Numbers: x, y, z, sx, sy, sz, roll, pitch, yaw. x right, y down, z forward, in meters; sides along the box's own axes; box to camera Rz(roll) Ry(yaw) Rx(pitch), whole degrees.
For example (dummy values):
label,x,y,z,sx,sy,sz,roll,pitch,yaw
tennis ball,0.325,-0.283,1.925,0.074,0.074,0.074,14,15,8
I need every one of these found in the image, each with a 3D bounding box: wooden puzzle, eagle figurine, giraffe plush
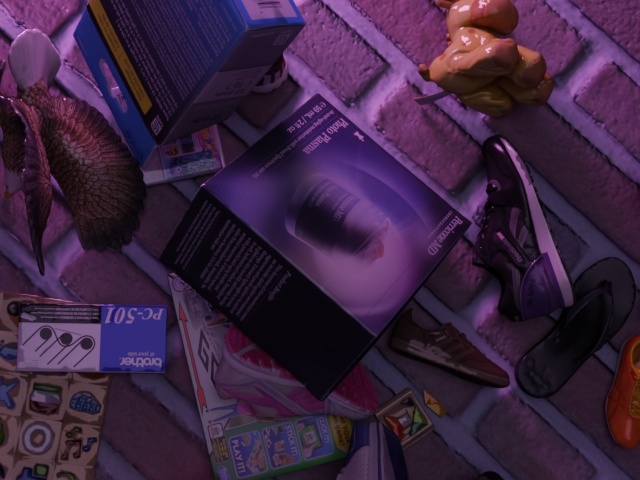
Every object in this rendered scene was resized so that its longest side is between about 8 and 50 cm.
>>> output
label,x,y,z,sx,sy,sz,roll,pitch,yaw
wooden puzzle,0.125,0.263,1.661,0.116,0.014,0.078,-40,87,-11
eagle figurine,-0.390,-0.116,1.572,0.226,0.225,0.298,-41,74,-19
giraffe plush,0.247,-0.300,1.716,0.210,0.181,0.170,-2,67,27

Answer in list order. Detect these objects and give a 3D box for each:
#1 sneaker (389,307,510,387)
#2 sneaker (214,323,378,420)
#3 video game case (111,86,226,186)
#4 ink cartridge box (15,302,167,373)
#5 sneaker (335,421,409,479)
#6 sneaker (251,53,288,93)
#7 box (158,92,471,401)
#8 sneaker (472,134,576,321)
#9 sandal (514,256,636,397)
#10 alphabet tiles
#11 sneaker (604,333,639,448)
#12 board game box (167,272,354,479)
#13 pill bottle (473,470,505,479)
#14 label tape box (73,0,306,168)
label,x,y,z,sx,sy,sz,roll,pitch,yaw
sneaker,0.199,0.159,1.661,0.188,0.066,0.071,21,77,-4
sneaker,-0.038,0.198,1.568,0.252,0.111,0.103,23,37,-20
video game case,-0.227,-0.165,1.685,0.143,0.019,0.157,-12,81,-10
ink cartridge box,-0.322,0.139,1.596,0.207,0.046,0.097,2,81,-8
sneaker,0.020,0.401,1.513,0.182,0.127,0.315,-8,62,19
sneaker,-0.143,-0.352,1.653,0.281,0.162,0.106,45,78,1
box,0.000,0.000,1.535,0.294,0.183,0.296,41,45,4
sneaker,0.275,-0.018,1.685,0.124,0.107,0.283,-20,77,3
sandal,0.396,0.134,1.696,0.097,0.054,0.254,38,78,0
alphabet tiles,-0.450,0.242,1.591,0.285,0.011,0.342,9,80,-5
sneaker,0.468,0.224,1.686,0.064,0.067,0.175,10,81,-7
board game box,-0.083,0.180,1.632,0.213,0.046,0.317,-13,82,-9
pill bottle,0.186,0.432,1.584,0.219,0.123,0.123,-31,86,-10
label tape box,-0.196,-0.297,1.576,0.115,0.348,0.249,-17,73,-39
